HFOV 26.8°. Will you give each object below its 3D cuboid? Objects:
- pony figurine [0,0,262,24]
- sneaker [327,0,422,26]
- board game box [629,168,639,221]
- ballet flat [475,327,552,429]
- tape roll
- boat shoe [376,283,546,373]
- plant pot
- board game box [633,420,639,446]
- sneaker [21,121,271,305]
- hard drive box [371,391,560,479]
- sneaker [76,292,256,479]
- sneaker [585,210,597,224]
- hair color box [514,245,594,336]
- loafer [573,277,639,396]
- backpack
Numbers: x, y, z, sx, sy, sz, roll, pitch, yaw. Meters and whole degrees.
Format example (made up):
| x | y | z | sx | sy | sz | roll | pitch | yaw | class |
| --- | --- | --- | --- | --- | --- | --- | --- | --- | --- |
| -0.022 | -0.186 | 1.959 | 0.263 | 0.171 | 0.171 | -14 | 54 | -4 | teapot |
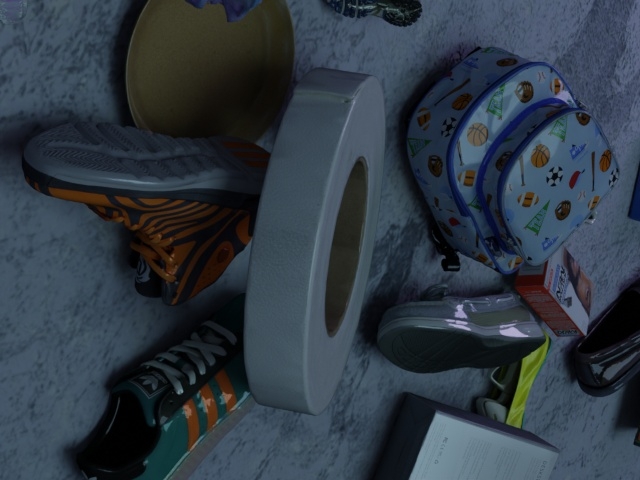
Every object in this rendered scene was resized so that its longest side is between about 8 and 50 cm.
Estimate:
| x | y | z | sx | sy | sz | roll | pitch | yaw | class |
| --- | --- | --- | --- | --- | --- | --- | --- | --- | --- |
| -0.188 | -0.331 | 1.176 | 0.303 | 0.363 | 0.351 | -41 | 147 | -36 | pony figurine |
| 0.053 | -0.295 | 1.608 | 0.135 | 0.058 | 0.052 | 16 | 120 | -27 | sneaker |
| 0.604 | -0.111 | 2.237 | 0.210 | 0.047 | 0.160 | -3 | 108 | -44 | board game box |
| 0.279 | 0.234 | 2.044 | 0.077 | 0.077 | 0.231 | 21 | 88 | -26 | ballet flat |
| 0.000 | 0.000 | 1.510 | 0.392 | 0.072 | 0.392 | 9 | 90 | -79 | tape roll |
| 0.191 | 0.115 | 1.882 | 0.320 | 0.103 | 0.118 | 4 | 145 | -43 | boat shoe |
| -0.125 | -0.196 | 1.477 | 0.236 | 0.032 | 0.236 | -19 | 119 | -39 | plant pot |
| 0.604 | 0.227 | 2.358 | 0.136 | 0.030 | 0.260 | -14 | 118 | -68 | board game box |
| -0.182 | -0.016 | 1.406 | 0.321 | 0.124 | 0.180 | 4 | 120 | -43 | sneaker |
| 0.204 | 0.342 | 1.933 | 0.232 | 0.089 | 0.181 | 21 | 92 | -27 | hard drive box |
| -0.159 | 0.172 | 1.538 | 0.302 | 0.108 | 0.121 | -54 | 140 | -12 | sneaker |
| 0.367 | -0.072 | 2.005 | 0.152 | 0.061 | 0.054 | 38 | 80 | -45 | sneaker |
| 0.356 | 0.069 | 2.036 | 0.167 | 0.053 | 0.093 | 45 | 51 | -46 | hair color box |
| 0.527 | 0.127 | 2.219 | 0.302 | 0.109 | 0.095 | -45 | 129 | -19 | loafer |
| 0.244 | -0.112 | 1.769 | 0.276 | 0.213 | 0.263 | -49 | 124 | -15 | backpack |
